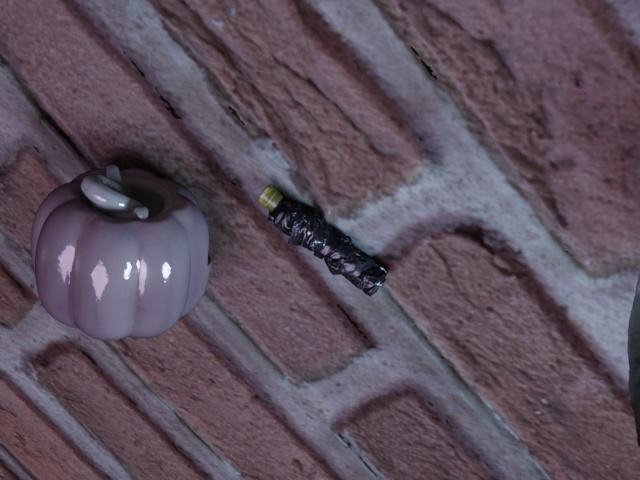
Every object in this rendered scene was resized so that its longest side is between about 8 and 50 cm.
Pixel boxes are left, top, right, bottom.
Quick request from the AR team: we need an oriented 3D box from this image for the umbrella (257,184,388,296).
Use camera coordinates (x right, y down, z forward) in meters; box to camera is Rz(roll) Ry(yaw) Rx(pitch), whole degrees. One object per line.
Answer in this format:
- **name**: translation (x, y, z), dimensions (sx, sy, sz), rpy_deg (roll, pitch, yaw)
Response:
- **umbrella**: translation (0.000, 0.000, 0.920), dimensions (0.144, 0.040, 0.037), rpy_deg (38, 143, -1)

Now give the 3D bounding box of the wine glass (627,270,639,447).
- **wine glass**: translation (0.400, 0.081, 0.536), dimensions (0.405, 0.267, 0.267), rpy_deg (15, 133, -3)

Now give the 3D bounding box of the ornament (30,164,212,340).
- **ornament**: translation (-0.192, 0.005, 0.942), dimensions (0.177, 0.177, 0.178), rpy_deg (15, 131, 18)
